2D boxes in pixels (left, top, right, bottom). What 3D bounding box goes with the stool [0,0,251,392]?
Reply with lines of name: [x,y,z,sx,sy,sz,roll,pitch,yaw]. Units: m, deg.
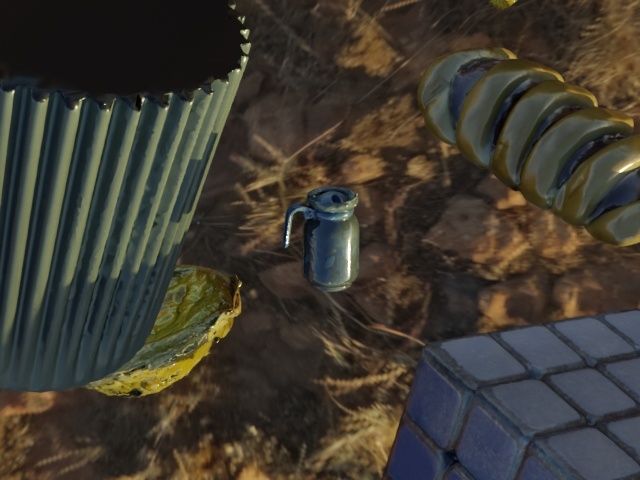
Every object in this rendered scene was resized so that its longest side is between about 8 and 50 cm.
stool: [-0.239,-0.067,1.074,0.297,0.297,0.330,14,126,-6]

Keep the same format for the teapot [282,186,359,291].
teapot: [0.001,-0.002,1.021,0.063,0.049,0.083,1,111,2]

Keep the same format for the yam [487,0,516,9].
yam: [0.247,-0.376,1.577,0.069,0.070,0.147,-1,80,-6]

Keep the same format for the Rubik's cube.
Rubik's cube: [0.284,0.307,1.256,0.343,0.344,0.337,-5,123,-35]

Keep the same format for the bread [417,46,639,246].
bread: [0.183,-0.074,0.916,0.225,0.134,0.081,36,116,28]

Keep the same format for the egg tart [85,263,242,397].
egg tart: [-0.224,0.126,1.610,0.278,0.279,0.095,-24,112,-5]
